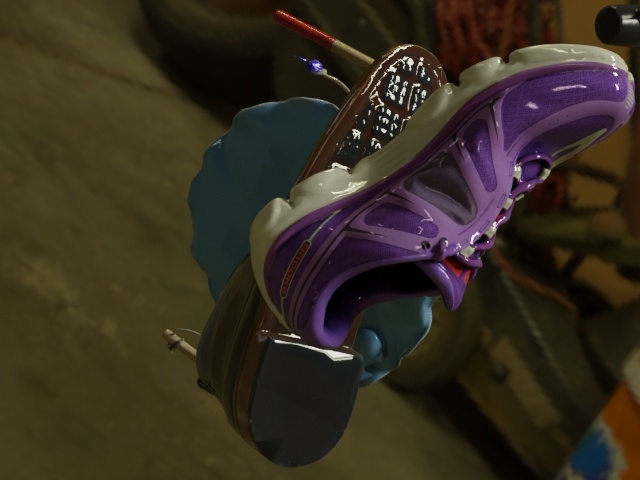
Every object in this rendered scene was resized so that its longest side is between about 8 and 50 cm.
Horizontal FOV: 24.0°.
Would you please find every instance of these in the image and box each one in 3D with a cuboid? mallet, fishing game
[{"bbox_3d":[0.330,-0.227,1.338,0.062,0.189,0.039,-2,69,-41],"label":"mallet"},{"bbox_3d":[0.000,0.000,0.938,0.189,0.264,0.041,30,29,23],"label":"fishing game"}]

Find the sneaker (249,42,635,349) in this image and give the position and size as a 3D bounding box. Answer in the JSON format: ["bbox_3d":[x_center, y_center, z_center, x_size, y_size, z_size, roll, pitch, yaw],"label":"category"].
[{"bbox_3d":[0.056,-0.012,0.595,0.068,0.170,0.071,45,13,-55],"label":"sneaker"}]

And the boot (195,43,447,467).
[{"bbox_3d":[-0.009,-0.001,0.782,0.082,0.219,0.106,23,-2,-30],"label":"boot"}]
